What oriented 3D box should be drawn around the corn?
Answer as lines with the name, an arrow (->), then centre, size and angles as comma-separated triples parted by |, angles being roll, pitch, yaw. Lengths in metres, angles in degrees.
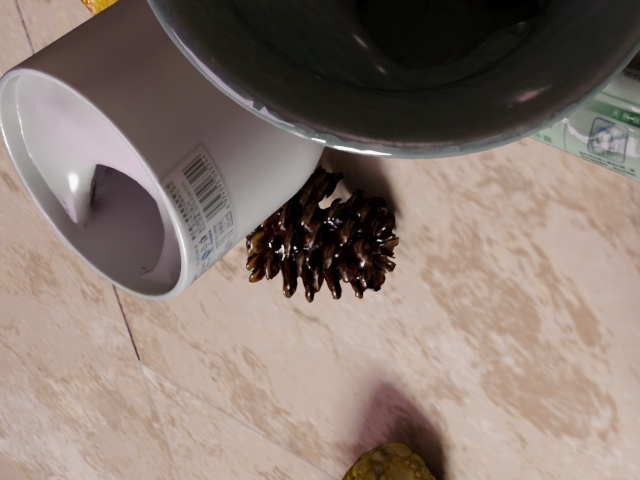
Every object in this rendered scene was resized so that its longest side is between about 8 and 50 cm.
corn -> 0.039, 0.207, 1.053 | 0.080, 0.080, 0.231 | 38, 147, 20

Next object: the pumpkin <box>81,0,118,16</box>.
pumpkin -> -0.130, -0.157, 0.904 | 0.073, 0.035, 0.101 | 43, 148, 6

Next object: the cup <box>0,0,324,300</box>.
cup -> -0.065, -0.051, 0.825 | 0.134, 0.142, 0.173 | 34, 147, 26

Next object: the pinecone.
pinecone -> 0.000, 0.000, 0.868 | 0.083, 0.077, 0.077 | 29, 146, 14

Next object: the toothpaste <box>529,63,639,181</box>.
toothpaste -> 0.127, -0.049, 0.673 | 0.218, 0.041, 0.064 | 25, 137, 32

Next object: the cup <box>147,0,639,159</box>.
cup -> 0.023, -0.111, 0.627 | 0.199, 0.199, 0.150 | 48, 169, 5
